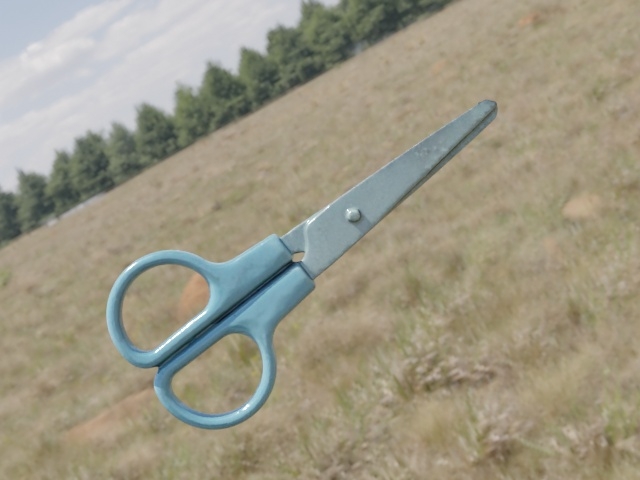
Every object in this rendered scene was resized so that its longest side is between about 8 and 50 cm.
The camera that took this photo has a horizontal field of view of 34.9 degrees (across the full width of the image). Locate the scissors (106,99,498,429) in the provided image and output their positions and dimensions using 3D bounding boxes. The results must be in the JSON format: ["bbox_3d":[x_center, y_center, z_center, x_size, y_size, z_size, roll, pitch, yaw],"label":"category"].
[{"bbox_3d":[0.000,0.000,1.012,0.447,0.192,0.029,-38,4,-2],"label":"scissors"}]
